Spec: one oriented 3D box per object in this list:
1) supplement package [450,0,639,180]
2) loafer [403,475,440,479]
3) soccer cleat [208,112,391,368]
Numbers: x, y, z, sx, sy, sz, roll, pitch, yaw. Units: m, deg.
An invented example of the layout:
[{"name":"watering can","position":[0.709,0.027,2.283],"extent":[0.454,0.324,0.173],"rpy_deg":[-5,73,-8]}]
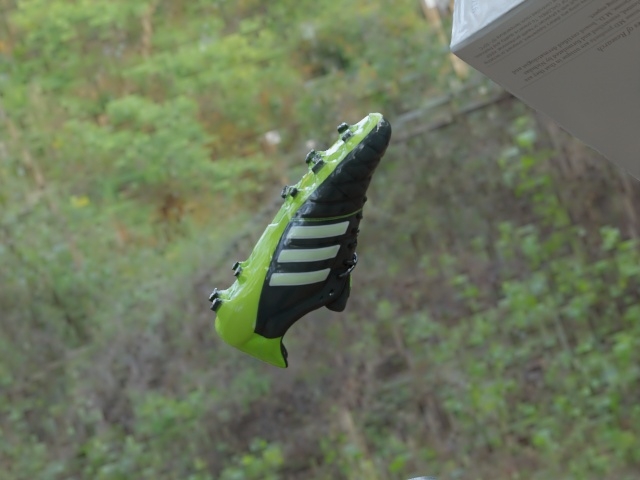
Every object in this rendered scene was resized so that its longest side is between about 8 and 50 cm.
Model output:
[{"name":"supplement package","position":[0.166,-0.116,0.873],"extent":[0.179,0.105,0.105],"rpy_deg":[30,-43,-30]},{"name":"loafer","position":[0.010,0.185,0.771],"extent":[0.096,0.084,0.267],"rpy_deg":[-15,-20,-15]},{"name":"soccer cleat","position":[0.000,0.000,1.076],"extent":[0.179,0.072,0.060],"rpy_deg":[-54,11,11]}]
